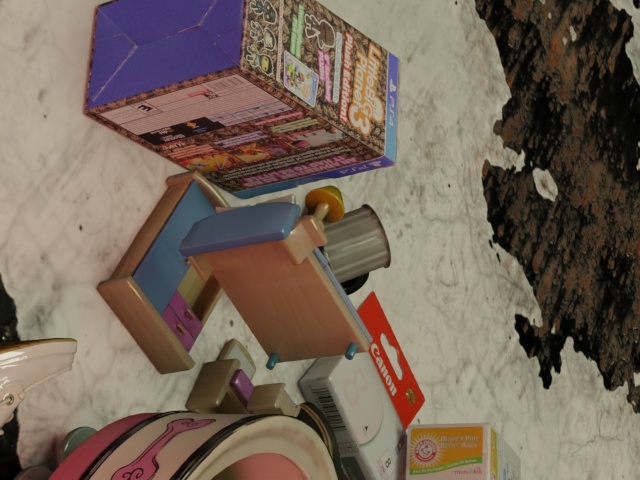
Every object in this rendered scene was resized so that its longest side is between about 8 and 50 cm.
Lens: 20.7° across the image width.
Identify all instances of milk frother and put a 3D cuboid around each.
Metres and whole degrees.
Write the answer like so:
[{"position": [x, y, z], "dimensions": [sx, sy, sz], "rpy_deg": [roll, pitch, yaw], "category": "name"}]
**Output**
[{"position": [-0.008, -0.001, 2.110], "dimensions": [0.135, 0.129, 0.143], "rpy_deg": [-19, 72, -16], "category": "milk frother"}]

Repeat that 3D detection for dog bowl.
[{"position": [-0.146, 0.341, 1.637], "dimensions": [0.408, 0.150, 0.408], "rpy_deg": [-32, 129, -51], "category": "dog bowl"}]

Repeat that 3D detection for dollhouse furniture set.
[{"position": [-0.036, 0.049, 1.945], "dimensions": [0.286, 0.303, 0.198], "rpy_deg": [56, 41, -28], "category": "dollhouse furniture set"}]

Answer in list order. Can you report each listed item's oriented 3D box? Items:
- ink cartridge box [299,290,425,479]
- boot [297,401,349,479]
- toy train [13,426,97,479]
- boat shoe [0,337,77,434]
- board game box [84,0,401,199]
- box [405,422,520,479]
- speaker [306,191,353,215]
[{"position": [0.076, 0.196, 2.276], "dimensions": [0.232, 0.066, 0.189], "rpy_deg": [-46, 117, -46], "category": "ink cartridge box"}, {"position": [-0.043, 0.281, 2.074], "dimensions": [0.198, 0.137, 0.077], "rpy_deg": [-115, -159, -45], "category": "boot"}, {"position": [-0.237, 0.316, 1.743], "dimensions": [0.334, 0.142, 0.190], "rpy_deg": [-37, 120, -52], "category": "toy train"}, {"position": [-0.343, 0.158, 1.672], "dimensions": [0.277, 0.098, 0.096], "rpy_deg": [-17, 95, -46], "category": "boat shoe"}, {"position": [-0.084, -0.178, 2.007], "dimensions": [0.291, 0.232, 0.141], "rpy_deg": [29, 58, -48], "category": "board game box"}, {"position": [0.189, 0.314, 2.299], "dimensions": [0.203, 0.114, 0.103], "rpy_deg": [50, 40, -63], "category": "box"}, {"position": [0.000, 0.000, 2.224], "dimensions": [0.055, 0.055, 0.136], "rpy_deg": [49, 45, -35], "category": "speaker"}]
